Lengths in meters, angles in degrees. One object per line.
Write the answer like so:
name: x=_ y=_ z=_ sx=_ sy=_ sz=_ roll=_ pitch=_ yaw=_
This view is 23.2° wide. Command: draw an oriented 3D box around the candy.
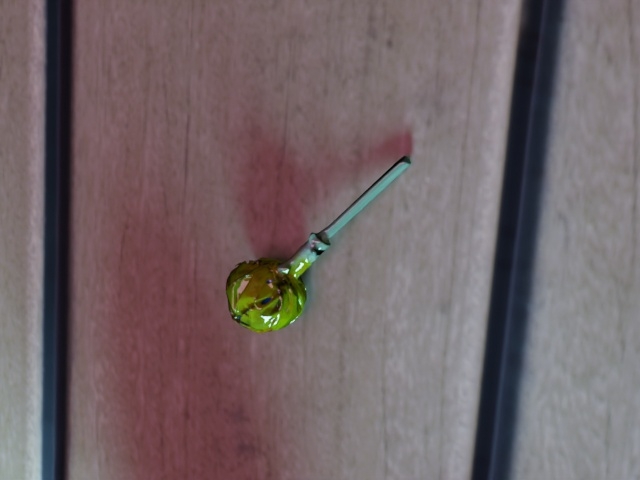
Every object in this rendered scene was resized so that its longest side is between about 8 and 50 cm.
candy: x=0.000 y=0.000 z=1.173 sx=0.062 sy=0.058 sz=0.194 roll=33 pitch=119 yaw=-24
